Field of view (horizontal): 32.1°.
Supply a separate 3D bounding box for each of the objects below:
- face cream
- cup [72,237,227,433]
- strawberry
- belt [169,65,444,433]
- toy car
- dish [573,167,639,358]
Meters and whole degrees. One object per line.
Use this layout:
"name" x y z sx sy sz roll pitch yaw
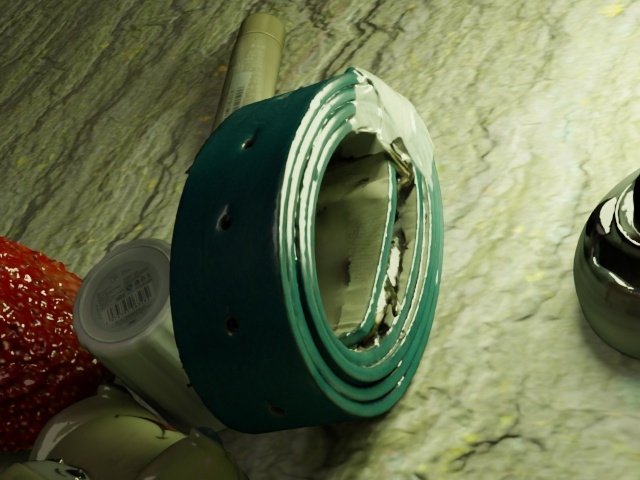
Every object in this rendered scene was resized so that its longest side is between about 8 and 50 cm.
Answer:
"face cream" -0.122 -0.237 1.835 0.137 0.084 0.341 -17 45 29
"cup" -0.175 0.088 1.288 0.167 0.202 0.221 -28 50 9
"strawberry" -0.428 0.133 1.477 0.351 0.267 0.312 18 49 22
"belt" 0.000 0.001 1.196 0.173 0.300 0.436 -15 37 27
"toy car" -0.265 0.295 1.122 0.242 0.226 0.336 13 56 49
"dish" 0.357 -0.025 1.071 0.273 0.134 0.273 -24 34 18
